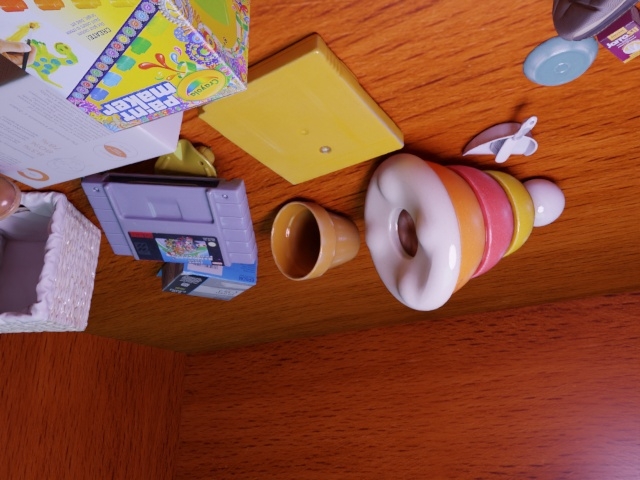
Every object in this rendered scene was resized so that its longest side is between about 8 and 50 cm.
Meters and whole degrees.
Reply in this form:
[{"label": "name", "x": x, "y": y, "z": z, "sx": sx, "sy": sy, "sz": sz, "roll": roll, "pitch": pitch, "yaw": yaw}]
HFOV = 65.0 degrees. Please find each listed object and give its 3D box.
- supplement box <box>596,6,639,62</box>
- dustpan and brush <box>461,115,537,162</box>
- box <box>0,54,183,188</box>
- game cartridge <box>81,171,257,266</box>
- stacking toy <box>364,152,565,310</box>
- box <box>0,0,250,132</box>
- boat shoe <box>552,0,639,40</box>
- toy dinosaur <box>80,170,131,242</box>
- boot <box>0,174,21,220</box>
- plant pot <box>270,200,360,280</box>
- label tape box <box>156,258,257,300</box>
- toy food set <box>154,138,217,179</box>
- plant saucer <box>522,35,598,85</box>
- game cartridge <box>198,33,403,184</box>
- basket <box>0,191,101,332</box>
[{"label": "supplement box", "x": 0.474, "y": -0.322, "z": 0.778, "sx": 0.083, "sy": 0.043, "sz": 0.055, "roll": 14, "pitch": 154, "yaw": -31}, {"label": "dustpan and brush", "x": 0.388, "y": -0.208, "z": 1.024, "sx": 0.147, "sy": 0.060, "sz": 0.211, "roll": -1, "pitch": 158, "yaw": -1}, {"label": "box", "x": -0.411, "y": -0.224, "z": 0.779, "sx": 0.345, "sy": 0.169, "sz": 0.215, "roll": -8, "pitch": 156, "yaw": 27}, {"label": "game cartridge", "x": -0.330, "y": -0.042, "z": 1.131, "sx": 0.354, "sy": 0.068, "sz": 0.230, "roll": 3, "pitch": 130, "yaw": 9}, {"label": "stacking toy", "x": 0.373, "y": -0.051, "z": 1.184, "sx": 0.479, "sy": 0.351, "sz": 0.351, "roll": -11, "pitch": 162, "yaw": -21}, {"label": "box", "x": -0.207, "y": -0.310, "z": 0.458, "sx": 0.176, "sy": 0.290, "sz": 0.279, "roll": -11, "pitch": 156, "yaw": 21}, {"label": "boat shoe", "x": 0.419, "y": -0.361, "z": 0.570, "sx": 0.130, "sy": 0.133, "sz": 0.355, "roll": 5, "pitch": 158, "yaw": -15}, {"label": "toy dinosaur", "x": -0.498, "y": -0.100, "z": 1.193, "sx": 0.118, "sy": 0.064, "sz": 0.268, "roll": -5, "pitch": 132, "yaw": 6}, {"label": "boot", "x": -0.611, "y": -0.124, "z": 0.728, "sx": 0.283, "sy": 0.109, "sz": 0.220, "roll": 21, "pitch": 157, "yaw": -5}, {"label": "plant pot", "x": 0.000, "y": 0.000, "z": 1.361, "sx": 0.187, "sy": 0.205, "sz": 0.205, "roll": -1, "pitch": 163, "yaw": -44}, {"label": "label tape box", "x": -0.403, "y": 0.130, "z": 1.737, "sx": 0.249, "sy": 0.115, "sz": 0.347, "roll": 13, "pitch": 152, "yaw": -30}, {"label": "toy food set", "x": -0.297, "y": -0.159, "z": 1.122, "sx": 0.128, "sy": 0.071, "sz": 0.218, "roll": 36, "pitch": 142, "yaw": -18}, {"label": "plant saucer", "x": 0.409, "y": -0.300, "z": 0.855, "sx": 0.119, "sy": 0.021, "sz": 0.119, "roll": -1, "pitch": 158, "yaw": 0}, {"label": "game cartridge", "x": -0.033, "y": -0.231, "z": 0.977, "sx": 0.285, "sy": 0.053, "sz": 0.323, "roll": -15, "pitch": 151, "yaw": 30}, {"label": "basket", "x": -0.788, "y": 0.074, "z": 1.308, "sx": 0.328, "sy": 0.332, "sz": 0.266, "roll": -2, "pitch": 159, "yaw": 3}]
